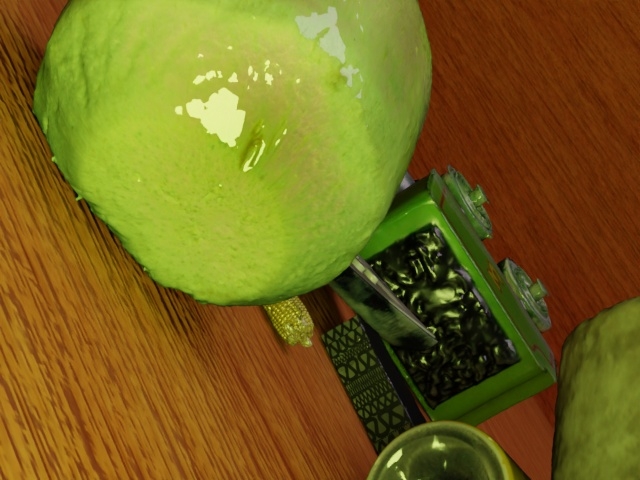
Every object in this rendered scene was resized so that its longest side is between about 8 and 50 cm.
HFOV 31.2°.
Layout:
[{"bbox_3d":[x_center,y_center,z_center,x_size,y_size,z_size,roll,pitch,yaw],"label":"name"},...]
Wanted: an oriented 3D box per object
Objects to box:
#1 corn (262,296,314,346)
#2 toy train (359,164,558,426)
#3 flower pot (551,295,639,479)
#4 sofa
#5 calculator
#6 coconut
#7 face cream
[{"bbox_3d":[-0.030,0.042,0.818,0.083,0.027,0.028,58,1,19],"label":"corn"},{"bbox_3d":[0.144,0.061,1.281,0.307,0.173,0.249,57,15,-8],"label":"toy train"},{"bbox_3d":[0.272,0.205,0.681,0.293,0.294,0.330,42,42,-60],"label":"flower pot"},{"bbox_3d":[0.048,0.123,0.929,0.118,0.039,0.060,63,11,28],"label":"sofa"},{"bbox_3d":[0.000,0.000,0.997,0.268,0.040,0.177,47,1,-42],"label":"calculator"},{"bbox_3d":[-0.044,-0.090,0.642,0.204,0.236,0.236,108,-34,-44],"label":"coconut"},{"bbox_3d":[0.147,0.241,0.837,0.348,0.105,0.105,47,14,-49],"label":"face cream"}]
